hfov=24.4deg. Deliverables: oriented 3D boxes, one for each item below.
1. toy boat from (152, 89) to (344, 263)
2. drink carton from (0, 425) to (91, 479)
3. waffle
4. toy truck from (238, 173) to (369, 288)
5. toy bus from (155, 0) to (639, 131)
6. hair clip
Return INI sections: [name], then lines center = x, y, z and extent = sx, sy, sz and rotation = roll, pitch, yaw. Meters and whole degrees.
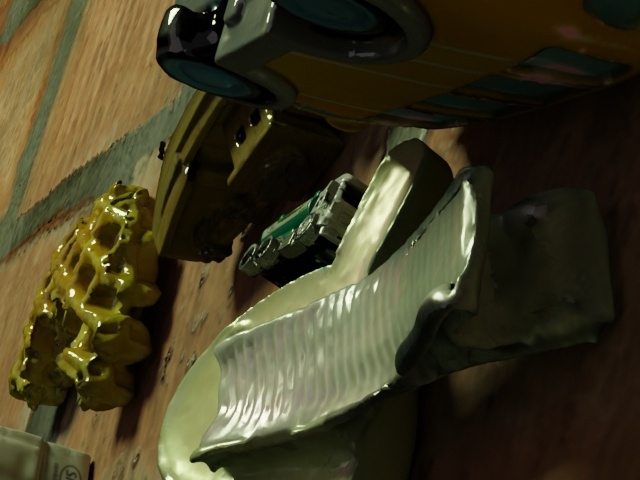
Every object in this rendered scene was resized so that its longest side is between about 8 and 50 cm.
[toy boat]
center = -0.020, -0.060, 0.700
extent = 0.206, 0.064, 0.072
rotation = -50, 43, 38
[drink carton]
center = -0.227, 0.221, 0.869
extent = 0.222, 0.102, 0.134
rotation = -51, 30, 37
[waffle]
center = -0.147, 0.044, 0.909
extent = 0.194, 0.051, 0.149
rotation = -30, 42, 57
[toy truck]
center = 0.000, 0.000, 0.626
extent = 0.083, 0.039, 0.044
rotation = -32, 28, 59
[toy bus]
center = 0.035, -0.104, 0.503
extent = 0.209, 0.136, 0.126
rotation = -9, 63, 66
[hair clip]
center = 0.011, 0.034, 0.525
extent = 0.218, 0.071, 0.159
rotation = -34, 39, 46
